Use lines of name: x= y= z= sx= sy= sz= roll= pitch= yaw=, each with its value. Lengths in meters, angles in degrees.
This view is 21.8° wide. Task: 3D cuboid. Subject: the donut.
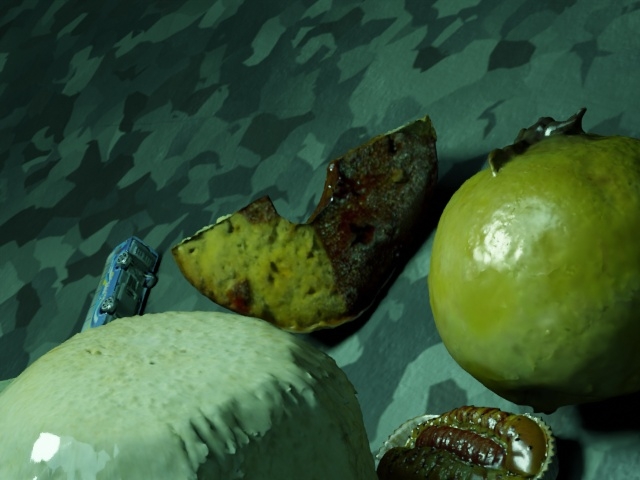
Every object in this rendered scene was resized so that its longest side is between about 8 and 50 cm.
donut: x=0.000 y=0.000 z=1.666 sx=0.295 sy=0.151 sz=0.112 roll=-29 pitch=13 yaw=-13

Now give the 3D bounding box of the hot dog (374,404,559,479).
hot dog: x=0.120 y=0.184 z=1.385 sx=0.192 sy=0.053 sz=0.099 roll=-5 pitch=52 yaw=48

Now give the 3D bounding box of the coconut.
coconut: x=-0.112 y=0.270 z=1.286 sx=0.344 sy=0.415 sz=0.415 roll=25 pitch=71 yaw=45

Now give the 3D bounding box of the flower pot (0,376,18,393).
flower pot: x=-0.294 y=0.244 z=1.662 sx=0.212 sy=0.212 sz=0.202 roll=-42 pitch=17 yaw=1

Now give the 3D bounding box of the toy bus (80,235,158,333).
toy bus: x=-0.234 y=0.067 z=1.913 sx=0.061 sy=0.051 sz=0.153 roll=-26 pitch=36 yaw=35

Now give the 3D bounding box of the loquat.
loquat: x=0.201 y=0.015 z=1.329 sx=0.244 sy=0.244 sz=0.244 roll=-28 pitch=35 yaw=22
